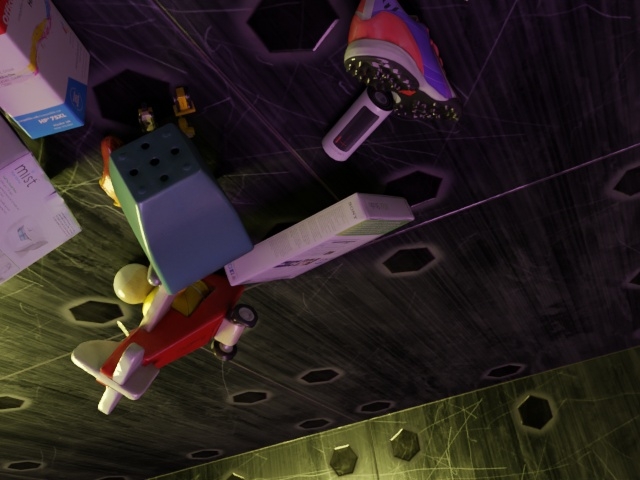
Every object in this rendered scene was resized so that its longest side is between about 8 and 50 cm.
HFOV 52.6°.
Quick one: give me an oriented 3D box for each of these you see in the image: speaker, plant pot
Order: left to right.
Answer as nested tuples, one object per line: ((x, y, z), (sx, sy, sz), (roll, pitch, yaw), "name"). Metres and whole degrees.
((-0.230, -0.059, 1.025), (0.165, 0.166, 0.234), (-30, 156, -11), "plant pot")
((0.059, -0.190, 1.057), (0.055, 0.055, 0.136), (12, 144, -31), "speaker")

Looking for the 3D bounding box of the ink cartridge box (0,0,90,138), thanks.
((-0.370, -0.248, 0.767), (0.077, 0.134, 0.231), (-12, 150, 7), "ink cartridge box")

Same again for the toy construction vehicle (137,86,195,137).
((-0.236, -0.193, 1.000), (0.085, 0.035, 0.098), (-17, 153, -8), "toy construction vehicle")

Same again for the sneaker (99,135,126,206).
((-0.343, -0.106, 1.083), (0.067, 0.064, 0.175), (2, 146, 0), "sneaker")

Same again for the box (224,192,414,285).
((0.000, 0.000, 1.277), (0.321, 0.059, 0.232), (-25, 169, 27), "box")

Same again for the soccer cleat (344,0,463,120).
((0.137, -0.254, 0.934), (0.108, 0.117, 0.318), (7, 177, 31), "soccer cleat")

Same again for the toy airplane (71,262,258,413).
((-0.347, 0.165, 1.327), (0.386, 0.272, 0.384), (-42, 163, -9), "toy airplane")

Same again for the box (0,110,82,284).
((-0.509, -0.042, 0.951), (0.231, 0.127, 0.262), (-38, 164, -17), "box")
